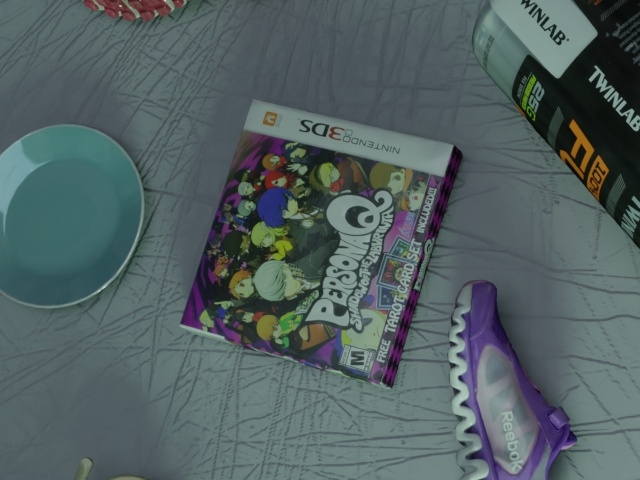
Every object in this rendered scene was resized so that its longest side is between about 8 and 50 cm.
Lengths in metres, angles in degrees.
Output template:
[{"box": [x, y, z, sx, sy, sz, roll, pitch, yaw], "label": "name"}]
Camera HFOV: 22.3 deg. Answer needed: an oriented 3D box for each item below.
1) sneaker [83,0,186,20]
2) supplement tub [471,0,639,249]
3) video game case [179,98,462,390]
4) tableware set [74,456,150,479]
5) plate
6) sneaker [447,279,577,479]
[{"box": [-0.129, -0.301, 1.592, 0.299, 0.121, 0.112, -7, 46, 17], "label": "sneaker"}, {"box": [0.290, -0.113, 1.358, 0.193, 0.193, 0.316, -40, 68, 5], "label": "supplement tub"}, {"box": [0.000, 0.000, 1.503, 0.210, 0.042, 0.232, 15, 82, 22], "label": "video game case"}, {"box": [-0.194, 0.308, 1.493, 0.128, 0.039, 0.194, 22, 90, 9], "label": "tableware set"}, {"box": [-0.257, -0.023, 1.600, 0.188, 0.024, 0.188, -4, 76, 16], "label": "plate"}, {"box": [0.165, 0.149, 1.394, 0.104, 0.095, 0.236, -7, 80, 9], "label": "sneaker"}]
